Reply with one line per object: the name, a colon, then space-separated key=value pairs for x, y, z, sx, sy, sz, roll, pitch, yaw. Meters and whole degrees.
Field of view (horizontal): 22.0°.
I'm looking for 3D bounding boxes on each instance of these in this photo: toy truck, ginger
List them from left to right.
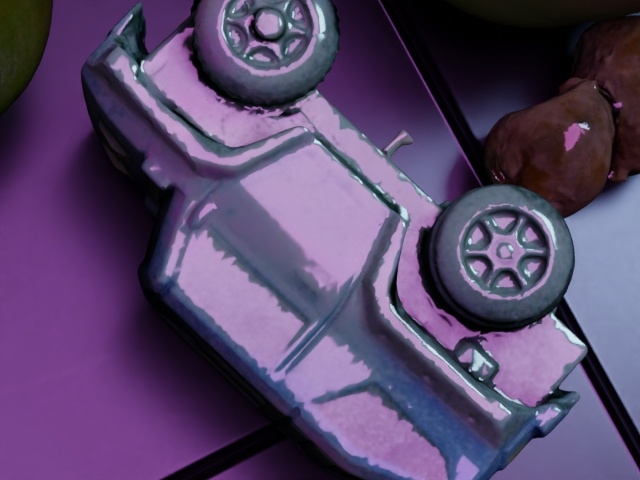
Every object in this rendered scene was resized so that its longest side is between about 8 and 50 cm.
toy truck: x=0.000 y=0.000 z=0.800 sx=0.279 sy=0.155 sz=0.156 roll=43 pitch=80 yaw=1
ginger: x=0.177 y=-0.078 z=0.892 sx=0.204 sy=0.080 sz=0.104 roll=-25 pitch=88 yaw=-18

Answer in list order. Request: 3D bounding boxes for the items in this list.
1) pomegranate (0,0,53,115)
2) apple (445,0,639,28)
pomegranate: x=-0.209 y=-0.091 z=0.782 sx=0.180 sy=0.180 sz=0.209 roll=-22 pitch=111 yaw=-16
apple: x=0.130 y=-0.252 z=0.845 sx=0.279 sy=0.279 sz=0.279 roll=3 pitch=76 yaw=-11
